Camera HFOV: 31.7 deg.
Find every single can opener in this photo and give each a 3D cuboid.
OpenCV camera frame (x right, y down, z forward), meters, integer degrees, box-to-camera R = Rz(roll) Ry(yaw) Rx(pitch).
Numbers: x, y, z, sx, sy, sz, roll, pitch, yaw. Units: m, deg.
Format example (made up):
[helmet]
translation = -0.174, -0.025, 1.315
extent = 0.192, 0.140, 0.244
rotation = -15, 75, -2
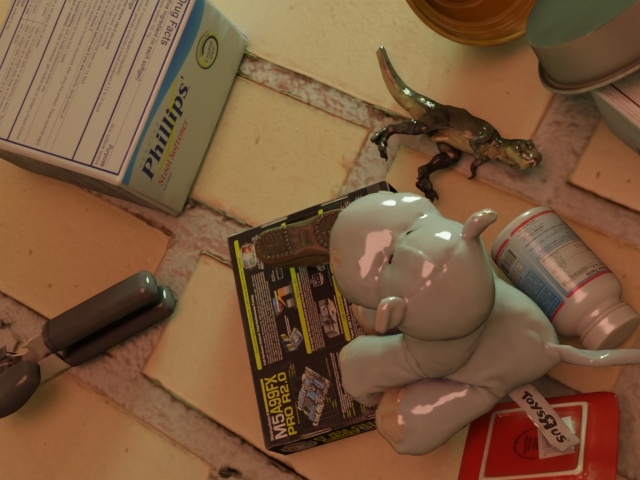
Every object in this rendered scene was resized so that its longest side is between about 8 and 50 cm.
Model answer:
[can opener]
translation = -0.312, 0.143, 1.423
extent = 0.283, 0.076, 0.095
rotation = -28, 46, 14

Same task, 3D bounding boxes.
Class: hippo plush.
[hippo plush]
translation = 0.102, 0.083, 1.085
extent = 0.234, 0.236, 0.294
rotation = -51, 52, -1

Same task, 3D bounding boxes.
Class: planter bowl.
[planter bowl]
translation = 0.174, -0.333, 1.327
extent = 0.217, 0.090, 0.217
rotation = -1, 94, -14

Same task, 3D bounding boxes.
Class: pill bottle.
[pill bottle]
translation = 0.262, 0.045, 1.200
extent = 0.087, 0.087, 0.160
rotation = -42, 63, 7

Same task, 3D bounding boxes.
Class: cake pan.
[cake pan]
translation = 0.331, -0.279, 1.183
extent = 0.293, 0.054, 0.293
rotation = -41, 21, 19

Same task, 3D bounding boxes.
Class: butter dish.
[butter dish]
translation = 0.232, 0.245, 1.145
extent = 0.160, 0.118, 0.160
rotation = -11, 29, 23

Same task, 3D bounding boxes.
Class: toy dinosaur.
[toy dinosaur]
translation = 0.132, -0.123, 1.324
extent = 0.268, 0.064, 0.118
rotation = 37, 77, 28

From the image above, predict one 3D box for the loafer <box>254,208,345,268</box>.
[loafer]
translation = 0.000, 0.000, 1.285
extent = 0.148, 0.050, 0.056
rotation = -7, 74, 6

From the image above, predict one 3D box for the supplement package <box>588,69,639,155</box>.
[supplement package]
translation = 0.423, -0.185, 1.171
extent = 0.244, 0.134, 0.139
rotation = -46, 62, 6

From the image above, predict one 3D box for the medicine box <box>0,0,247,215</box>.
[medicine box]
translation = -0.285, -0.203, 1.479
extent = 0.289, 0.149, 0.263
rotation = 17, 82, 26

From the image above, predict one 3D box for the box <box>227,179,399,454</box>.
[box]
translation = 0.018, 0.090, 1.310
extent = 0.216, 0.060, 0.270
rotation = -20, 67, 18
